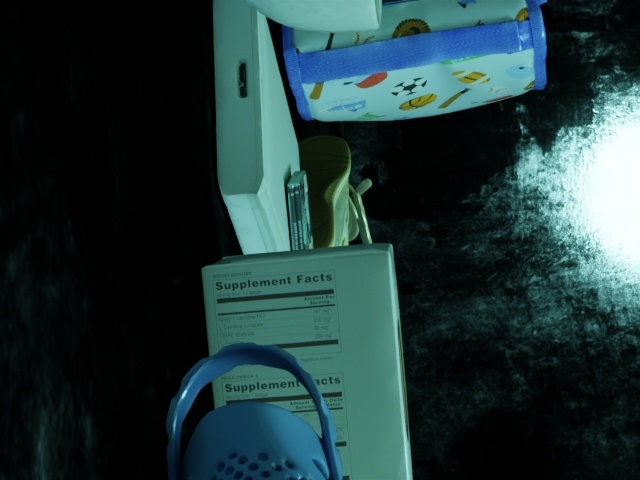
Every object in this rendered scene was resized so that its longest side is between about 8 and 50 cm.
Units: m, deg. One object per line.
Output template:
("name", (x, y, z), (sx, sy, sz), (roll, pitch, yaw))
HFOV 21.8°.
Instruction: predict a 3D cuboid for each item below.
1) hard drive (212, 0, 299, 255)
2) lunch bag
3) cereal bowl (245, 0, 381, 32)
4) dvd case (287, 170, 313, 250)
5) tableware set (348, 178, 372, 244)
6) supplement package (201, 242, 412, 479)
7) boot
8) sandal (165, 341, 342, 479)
("hard drive", (-0.051, -0.069, 1.455), (0.307, 0.040, 0.203), (75, 11, -67))
("lunch bag", (0.122, -0.271, 2.138), (0.385, 0.328, 0.238), (-70, 150, -77))
("cereal bowl", (-0.038, -0.314, 1.191), (0.339, 0.141, 0.339), (-5, 90, -87))
("dvd case", (-0.016, 0.002, 1.483), (0.087, 0.013, 0.119), (-74, 160, -79))
("tableware set", (0.040, 0.004, 2.043), (0.128, 0.039, 0.194), (19, -49, 49))
("supplement package", (-0.003, 0.129, 1.209), (0.139, 0.134, 0.244), (-45, 130, -86))
("boot", (0.000, 0.000, 1.871), (0.213, 0.077, 0.165), (-83, 169, -46))
("sandal", (-0.038, 0.148, 0.881), (0.317, 0.126, 0.138), (-115, -165, -77))
